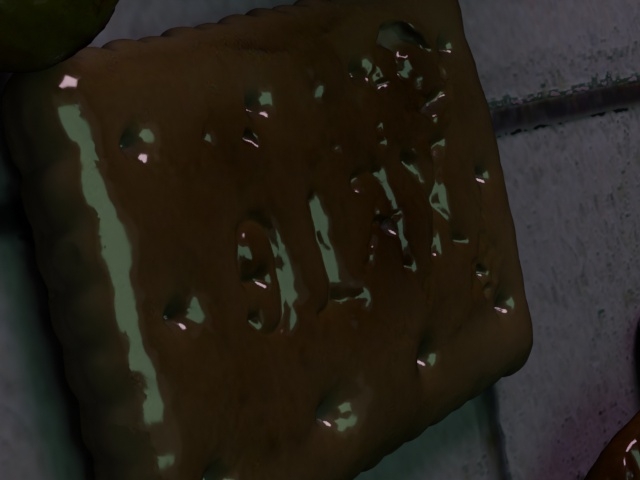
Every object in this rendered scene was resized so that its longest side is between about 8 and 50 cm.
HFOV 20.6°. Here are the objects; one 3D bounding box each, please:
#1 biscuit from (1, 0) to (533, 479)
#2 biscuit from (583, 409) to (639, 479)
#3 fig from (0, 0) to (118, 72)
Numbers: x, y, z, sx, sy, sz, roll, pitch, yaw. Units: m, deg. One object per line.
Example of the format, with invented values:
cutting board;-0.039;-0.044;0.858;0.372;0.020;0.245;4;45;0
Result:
biscuit;0.000;0.000;0.768;0.325;0.044;0.217;-22;100;-54
biscuit;0.236;0.226;0.987;0.318;0.040;0.318;-2;94;-41
fig;-0.111;-0.109;0.611;0.084;0.082;0.098;-44;107;-9
